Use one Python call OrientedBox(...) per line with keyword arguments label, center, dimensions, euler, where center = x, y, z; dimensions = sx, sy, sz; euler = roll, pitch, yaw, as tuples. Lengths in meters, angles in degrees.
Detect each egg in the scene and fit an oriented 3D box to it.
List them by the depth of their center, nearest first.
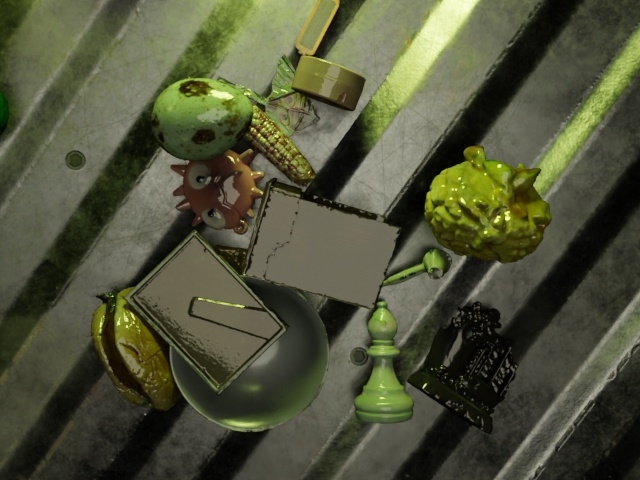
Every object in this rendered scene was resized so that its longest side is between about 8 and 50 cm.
OrientedBox(label="egg", center=(-0.242, -0.250, 1.306), dimensions=(0.231, 0.169, 0.169), euler=(-4, 98, 27))

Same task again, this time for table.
OrientedBox(label="table", center=(0.000, 0.000, 1.363), dimensions=(0.282, 0.250, 0.196), euler=(16, 96, -3))

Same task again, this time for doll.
OrientedBox(label="doll", center=(-0.230, -0.131, 1.414), dimensions=(0.211, 0.093, 0.262), euler=(-20, 87, 6))

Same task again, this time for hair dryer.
OrientedBox(label="hair dryer", center=(0.205, 0.077, 1.421), dimensions=(0.199, 0.167, 0.067), euler=(-23, 92, 1))

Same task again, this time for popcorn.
OrientedBox(label="popcorn", center=(0.362, -0.070, 1.385), dimensions=(0.258, 0.224, 0.270), euler=(-31, 89, -15))

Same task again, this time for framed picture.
OrientedBox(label="framed picture", center=(-0.240, 0.153, 1.337), dimensions=(0.213, 0.016, 0.289), euler=(-44, 92, 2))

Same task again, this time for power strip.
OrientedBox(label="power strip", center=(0.016, -0.340, 1.372), dimensions=(0.154, 0.154, 0.078), euler=(19, 99, -4))
OrientedBox(label="power strip", center=(-0.001, -0.491, 1.411), dimensions=(0.049, 0.028, 0.178), euler=(28, 96, -5))

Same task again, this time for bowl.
OrientedBox(label="bowl", center=(-0.154, 0.237, 1.429), dimensions=(0.345, 0.157, 0.346), euler=(0, 94, -2))

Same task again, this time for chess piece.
OrientedBox(label="chess piece", center=(0.144, 0.278, 1.478), dimensions=(0.139, 0.139, 0.272), euler=(-1, 85, -2))

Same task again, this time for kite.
OrientedBox(label="kite", center=(-0.120, -0.313, 1.440), dimensions=(0.250, 0.012, 0.229), euler=(20, 95, -3))

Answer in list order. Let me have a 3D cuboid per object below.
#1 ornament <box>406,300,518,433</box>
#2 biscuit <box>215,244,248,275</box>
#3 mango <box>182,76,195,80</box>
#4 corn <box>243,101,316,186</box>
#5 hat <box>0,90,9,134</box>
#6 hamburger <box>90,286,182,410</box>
OrientedBox(label="ornament", center=(0.364, 0.289, 1.496), dimensions=(0.251, 0.106, 0.260), euler=(37, 86, -13))
OrientedBox(label="biscuit", center=(-0.210, 0.056, 1.478), dimensions=(0.081, 0.018, 0.083), euler=(10, 97, -4))
OrientedBox(label="mango", center=(-0.270, -0.310, 1.411), dimensions=(0.079, 0.057, 0.114), euler=(-40, 100, -4))
OrientedBox(label="corn", center=(-0.104, -0.212, 1.410), dimensions=(0.237, 0.079, 0.079), euler=(44, 94, -7))
OrientedBox(label="hat", center=(-0.790, -0.416, 1.327), dimensions=(0.285, 0.285, 0.400), euler=(-7, 124, -1))
OrientedBox(label="hamburger", center=(-0.395, 0.245, 1.402), dimensions=(0.132, 0.211, 0.309), euler=(-25, 99, 6))
